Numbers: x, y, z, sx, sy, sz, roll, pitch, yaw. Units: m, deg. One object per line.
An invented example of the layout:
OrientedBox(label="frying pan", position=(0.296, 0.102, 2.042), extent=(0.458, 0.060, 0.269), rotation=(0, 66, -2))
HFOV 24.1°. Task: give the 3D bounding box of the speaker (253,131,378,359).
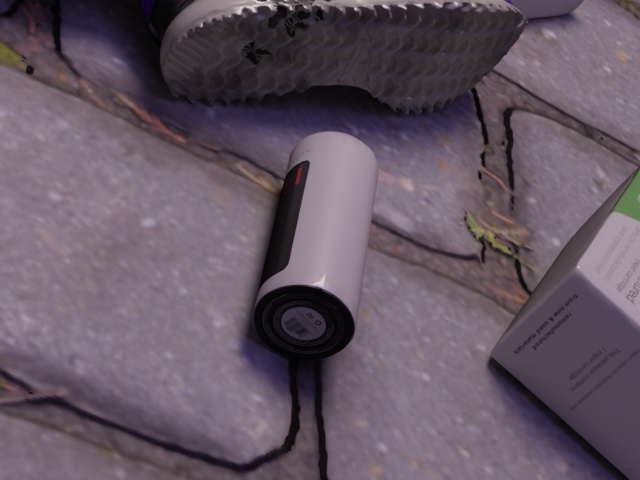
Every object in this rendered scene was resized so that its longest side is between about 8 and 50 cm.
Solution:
OrientedBox(label="speaker", position=(0.000, 0.000, 0.826), extent=(0.055, 0.055, 0.136), rotation=(29, 39, -15))

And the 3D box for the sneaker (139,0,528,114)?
OrientedBox(label="sneaker", position=(0.005, -0.169, 0.962), extent=(0.293, 0.102, 0.146), rotation=(-2, 53, -41))

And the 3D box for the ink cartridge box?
OrientedBox(label="ink cartridge box", position=(0.233, 0.081, 0.911), extent=(0.219, 0.092, 0.160), rotation=(41, 38, 2))

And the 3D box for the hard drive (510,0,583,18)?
OrientedBox(label="hard drive", position=(0.060, -0.303, 1.194), extent=(0.210, 0.040, 0.319), rotation=(-14, 62, -47))
